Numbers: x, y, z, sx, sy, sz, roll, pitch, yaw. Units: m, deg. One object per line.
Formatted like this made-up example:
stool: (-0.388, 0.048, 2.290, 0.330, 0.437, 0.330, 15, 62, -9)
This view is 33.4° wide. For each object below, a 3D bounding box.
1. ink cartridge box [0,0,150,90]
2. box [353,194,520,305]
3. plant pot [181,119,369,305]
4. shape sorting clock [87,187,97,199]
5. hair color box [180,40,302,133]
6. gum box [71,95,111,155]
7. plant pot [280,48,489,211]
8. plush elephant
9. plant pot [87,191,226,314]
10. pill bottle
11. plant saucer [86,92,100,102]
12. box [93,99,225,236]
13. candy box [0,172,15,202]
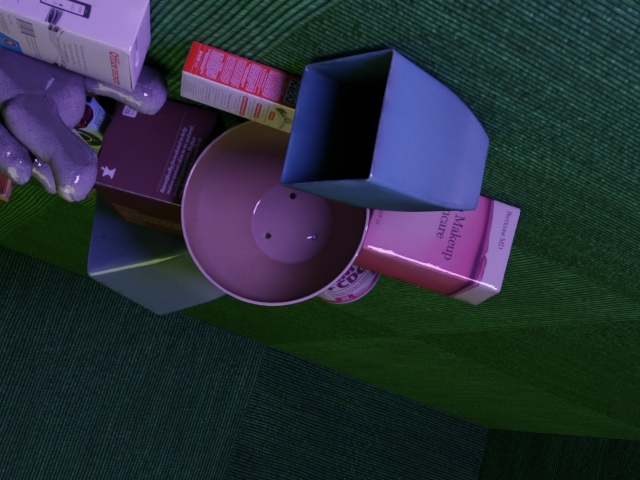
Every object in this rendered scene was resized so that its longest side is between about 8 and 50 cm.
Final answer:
ink cartridge box: (-0.328, -0.286, 1.392, 0.203, 0.086, 0.148, 18, 166, -4)
box: (0.180, -0.008, 1.712, 0.232, 0.148, 0.127, 18, 165, -6)
plant pot: (-0.058, -0.036, 1.674, 0.284, 0.284, 0.191, 15, 176, 8)
shape sorting clock: (-0.412, -0.100, 2.255, 0.206, 0.040, 0.206, 13, 167, 3)
hair color box: (-0.107, -0.211, 1.482, 0.167, 0.053, 0.093, 20, 164, -5)
gum box: (-0.418, -0.196, 1.766, 0.157, 0.041, 0.184, 13, 165, 13)
plant pot: (0.102, -0.120, 1.386, 0.234, 0.165, 0.166, 19, 167, -39)
plush elephant: (-0.440, -0.166, 1.553, 0.330, 0.272, 0.255, 30, 139, -10)
plant pot: (-0.246, -0.023, 1.986, 0.252, 0.248, 0.247, -8, 155, 24)
pill bottle: (0.000, 0.000, 1.917, 0.160, 0.160, 0.283, 11, 164, 24)
plant saucer: (-0.485, -0.261, 1.762, 0.241, 0.037, 0.241, 16, 166, 4)
box: (-0.253, -0.118, 1.758, 0.167, 0.168, 0.203, 16, 166, 9)
candy box: (-0.573, -0.172, 1.885, 0.109, 0.186, 0.053, 18, 166, -5)
